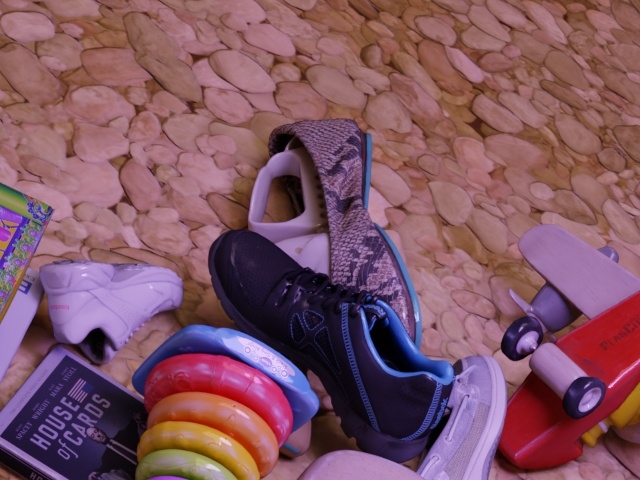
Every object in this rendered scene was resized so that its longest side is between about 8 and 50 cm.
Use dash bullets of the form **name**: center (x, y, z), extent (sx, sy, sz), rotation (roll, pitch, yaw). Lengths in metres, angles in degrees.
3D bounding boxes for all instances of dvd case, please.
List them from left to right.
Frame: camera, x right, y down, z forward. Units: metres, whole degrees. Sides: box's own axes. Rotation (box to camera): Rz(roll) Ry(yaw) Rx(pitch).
- **dvd case**: center (-0.223, 0.226, 1.934), extent (0.238, 0.030, 0.179), rotation (33, 35, 1)

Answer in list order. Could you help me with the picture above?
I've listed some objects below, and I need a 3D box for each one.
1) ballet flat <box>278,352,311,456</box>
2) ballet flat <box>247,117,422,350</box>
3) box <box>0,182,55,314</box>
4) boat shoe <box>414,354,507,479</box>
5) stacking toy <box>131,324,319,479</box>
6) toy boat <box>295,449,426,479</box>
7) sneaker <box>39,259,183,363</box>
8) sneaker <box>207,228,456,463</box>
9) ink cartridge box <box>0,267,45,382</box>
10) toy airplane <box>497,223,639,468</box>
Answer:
- **ballet flat**: center (-0.045, 0.161, 2.126), extent (0.073, 0.080, 0.232), rotation (45, 29, -32)
- **ballet flat**: center (0.000, 0.000, 2.289), extent (0.182, 0.164, 0.483), rotation (3, 34, -11)
- **box**: center (-0.449, 0.049, 1.748), extent (0.279, 0.177, 0.290), rotation (27, 40, -6)
- **boat shoe**: center (0.141, 0.245, 2.110), extent (0.103, 0.118, 0.320), rotation (24, 45, -4)
- **stacking toy**: center (-0.133, 0.249, 1.846), extent (0.175, 0.166, 0.302), rotation (33, 48, -15)
- **toy boat**: center (0.086, 0.371, 1.892), extent (0.318, 0.148, 0.267), rotation (23, 45, 7)
- **sneaker**: center (-0.238, 0.082, 2.065), extent (0.090, 0.115, 0.232), rotation (0, -3, 32)
- **sneaker**: center (0.017, 0.089, 2.060), extent (0.341, 0.140, 0.125), rotation (42, 40, 14)
- **ink cartridge box**: center (-0.479, 0.081, 1.891), extent (0.324, 0.071, 0.330), rotation (26, 34, -8)
- **toy airplane**: center (0.418, 0.144, 2.301), extent (0.384, 0.272, 0.386), rotation (1, 49, 13)
